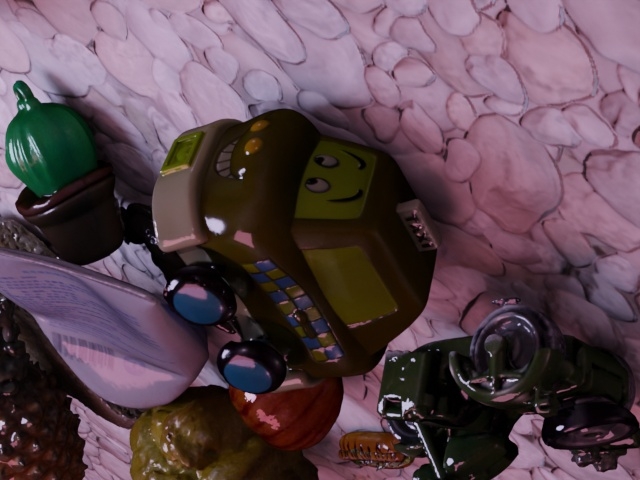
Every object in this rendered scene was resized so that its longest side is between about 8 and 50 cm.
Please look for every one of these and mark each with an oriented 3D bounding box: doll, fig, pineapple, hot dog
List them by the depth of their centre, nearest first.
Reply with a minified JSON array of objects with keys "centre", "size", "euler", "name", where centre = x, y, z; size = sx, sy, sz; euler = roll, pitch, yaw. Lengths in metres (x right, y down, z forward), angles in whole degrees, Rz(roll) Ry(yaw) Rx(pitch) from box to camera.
[{"centre":[-0.031,0.143,1.373],"size":[0.128,0.150,0.128],"euler":[19,-179,0],"name":"fig"},{"centre":[-0.152,0.018,1.378],"size":[0.165,0.057,0.139],"euler":[25,152,39],"name":"doll"},{"centre":[0.060,0.240,1.472],"size":[0.049,0.037,0.122],"euler":[52,147,-17],"name":"hot dog"},{"centre":[-0.379,0.192,1.590],"size":[0.175,0.175,0.361],"euler":[24,133,25],"name":"pineapple"}]

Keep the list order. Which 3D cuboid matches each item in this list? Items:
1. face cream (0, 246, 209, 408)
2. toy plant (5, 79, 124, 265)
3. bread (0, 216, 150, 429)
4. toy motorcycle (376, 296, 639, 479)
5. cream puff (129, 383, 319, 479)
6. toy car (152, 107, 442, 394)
[{"centre":[-0.235,0.084,1.373],"size":[0.235,0.137,0.420],"euler":[16,167,13],"name":"face cream"},{"centre":[-0.273,-0.073,1.342],"size":[0.143,0.105,0.200],"euler":[8,124,59],"name":"toy plant"},{"centre":[-0.344,0.112,1.680],"size":[0.337,0.102,0.183],"euler":[47,150,-14],"name":"bread"},{"centre":[0.138,0.138,1.071],"size":[0.275,0.127,0.205],"euler":[-14,155,36],"name":"toy motorcycle"},{"centre":[-0.112,0.278,1.552],"size":[0.244,0.244,0.196],"euler":[34,117,8],"name":"cream puff"},{"centre":[0.000,0.000,1.083],"size":[0.198,0.204,0.248],"euler":[-15,127,28],"name":"toy car"}]
